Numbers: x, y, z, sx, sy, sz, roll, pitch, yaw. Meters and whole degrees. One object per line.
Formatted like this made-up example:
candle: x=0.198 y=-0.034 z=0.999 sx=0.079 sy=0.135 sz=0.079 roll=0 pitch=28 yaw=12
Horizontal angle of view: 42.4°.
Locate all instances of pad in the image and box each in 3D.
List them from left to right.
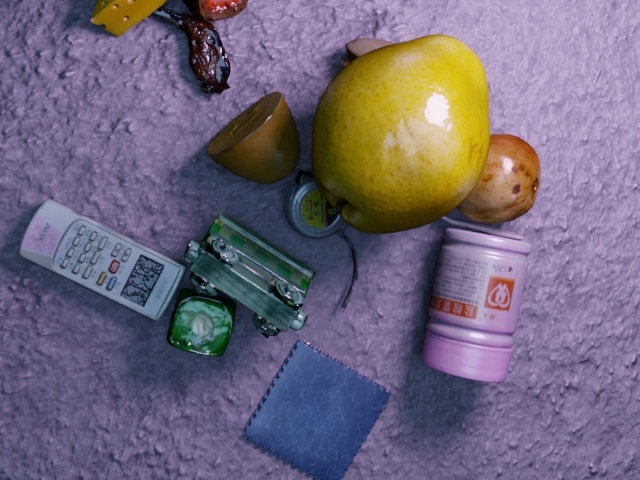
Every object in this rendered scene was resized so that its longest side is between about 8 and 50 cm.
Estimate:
pad: x=-0.006 y=0.402 z=1.911 sx=0.269 sy=0.012 sz=0.270 roll=30 pitch=88 yaw=-10

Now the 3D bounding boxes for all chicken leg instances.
chicken leg: x=-0.275 y=-0.436 z=1.801 sx=0.106 sy=0.051 sz=0.253 roll=-37 pitch=95 yaw=0

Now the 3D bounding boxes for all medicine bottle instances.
medicine bottle: x=0.348 y=0.142 z=1.854 sx=0.202 sy=0.202 sz=0.316 roll=10 pitch=91 yaw=-9

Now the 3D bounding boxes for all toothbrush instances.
toothbrush: x=0.332 y=-0.035 z=1.930 sx=0.307 sy=0.025 sz=0.030 roll=13 pitch=100 yaw=-9

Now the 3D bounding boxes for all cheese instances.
cheese: x=-0.410 y=-0.516 z=1.745 sx=0.171 sy=0.093 sz=0.126 roll=-49 pitch=65 yaw=11

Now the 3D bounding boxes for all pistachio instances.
pistachio: x=0.135 y=-0.387 z=1.836 sx=0.184 sy=0.124 sz=0.125 roll=22 pitch=90 yaw=-4

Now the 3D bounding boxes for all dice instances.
dice: x=-0.260 y=0.178 z=1.804 sx=0.130 sy=0.120 sz=0.128 roll=15 pitch=90 yaw=-12

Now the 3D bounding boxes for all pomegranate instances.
pomegranate: x=0.382 y=-0.143 z=1.843 sx=0.215 sy=0.215 sz=0.216 roll=-1 pitch=94 yaw=-9

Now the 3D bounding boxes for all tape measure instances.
tape measure: x=0.001 y=0.000 z=1.865 sx=0.163 sy=0.084 sz=0.331 roll=-5 pitch=106 yaw=-9

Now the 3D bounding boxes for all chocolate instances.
chocolate: x=-0.222 y=-0.530 z=1.767 sx=0.133 sy=0.124 sz=0.127 roll=20 pitch=48 yaw=-37

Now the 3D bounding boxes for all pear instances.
pear: x=0.167 y=-0.211 z=1.677 sx=0.362 sy=0.362 sz=0.418 roll=39 pitch=77 yaw=-9

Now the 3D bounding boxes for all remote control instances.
remote control: x=-0.474 y=0.043 z=1.797 sx=0.344 sy=0.050 sz=0.145 roll=26 pitch=89 yaw=-10

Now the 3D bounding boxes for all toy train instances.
toy train: x=-0.153 y=0.076 z=1.776 sx=0.300 sy=0.202 sz=0.120 roll=33 pitch=113 yaw=-9

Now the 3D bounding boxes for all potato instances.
potato: x=-0.123 y=-0.198 z=1.790 sx=0.203 sy=0.178 sz=0.158 roll=-48 pitch=116 yaw=-28
